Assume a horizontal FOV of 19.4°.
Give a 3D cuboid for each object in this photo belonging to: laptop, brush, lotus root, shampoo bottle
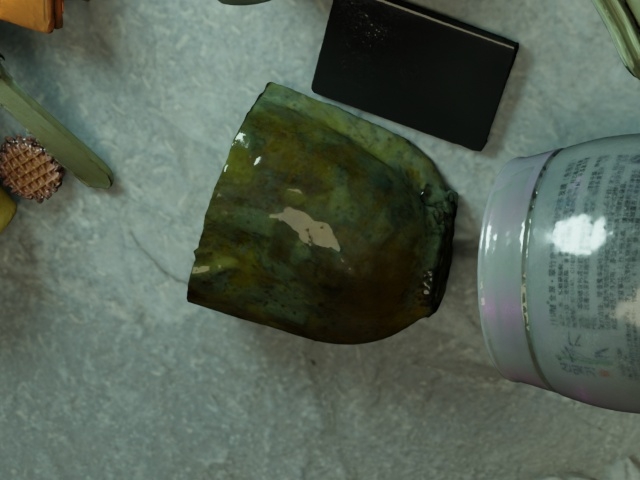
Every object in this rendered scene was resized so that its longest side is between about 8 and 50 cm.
[{"bbox_3d":[0.095,-0.178,1.931,0.197,0.016,0.135,21,123,7],"label":"laptop"},{"bbox_3d":[-0.333,-0.158,2.002,0.085,0.020,0.336,-9,139,36],"label":"brush"},{"bbox_3d":[0.008,0.014,1.991,0.260,0.149,0.267,23,126,4],"label":"lotus root"},{"bbox_3d":[0.303,0.031,1.830,0.266,0.273,0.273,2,119,28],"label":"shampoo bottle"}]

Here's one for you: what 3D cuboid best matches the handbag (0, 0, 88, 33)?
[{"bbox_3d":[-0.443,-0.380,1.930,0.410,0.116,0.303,10,124,12],"label":"handbag"}]

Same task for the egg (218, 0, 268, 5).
[{"bbox_3d":[-0.046,-0.335,1.789,0.217,0.183,0.183,-37,103,23],"label":"egg"}]

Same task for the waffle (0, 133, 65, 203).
[{"bbox_3d":[-0.327,-0.082,2.106,0.083,0.029,0.075,19,123,6],"label":"waffle"}]

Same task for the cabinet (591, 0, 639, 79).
[{"bbox_3d":[0.361,-0.345,1.596,0.318,0.227,0.290,-26,95,27],"label":"cabinet"}]

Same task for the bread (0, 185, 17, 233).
[{"bbox_3d":[-0.415,-0.006,2.123,0.149,0.122,0.073,-29,110,31],"label":"bread"}]
